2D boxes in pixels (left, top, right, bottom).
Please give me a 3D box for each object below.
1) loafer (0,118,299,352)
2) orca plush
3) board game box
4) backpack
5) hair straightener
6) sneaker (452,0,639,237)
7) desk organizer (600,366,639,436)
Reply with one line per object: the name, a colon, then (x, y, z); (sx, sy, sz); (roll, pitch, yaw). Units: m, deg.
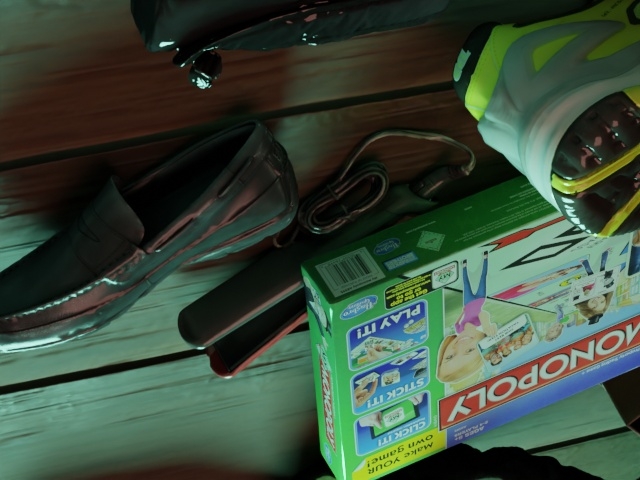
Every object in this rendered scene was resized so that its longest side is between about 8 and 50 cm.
loafer: (-0.121, -0.006, 1.129); (0.223, 0.076, 0.078); (-28, 132, -5)
orca plush: (0.110, 0.171, 1.378); (0.287, 0.151, 0.102); (-1, 94, 8)
board game box: (0.145, 0.041, 1.281); (0.317, 0.046, 0.213); (-22, 139, -14)
backpack: (-0.008, -0.174, 0.988); (0.182, 0.115, 0.152); (-8, 145, -19)
hair straightener: (0.000, 0.000, 1.205); (0.230, 0.047, 0.089); (-34, 136, 8)
sneaker: (0.249, -0.116, 1.155); (0.385, 0.147, 0.145); (-10, 131, -42)
desk organizer: (0.288, 0.098, 1.428); (0.130, 0.050, 0.047); (-40, 135, 14)
